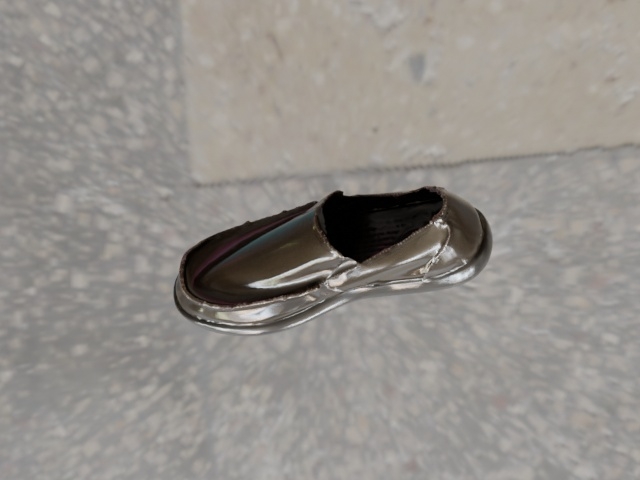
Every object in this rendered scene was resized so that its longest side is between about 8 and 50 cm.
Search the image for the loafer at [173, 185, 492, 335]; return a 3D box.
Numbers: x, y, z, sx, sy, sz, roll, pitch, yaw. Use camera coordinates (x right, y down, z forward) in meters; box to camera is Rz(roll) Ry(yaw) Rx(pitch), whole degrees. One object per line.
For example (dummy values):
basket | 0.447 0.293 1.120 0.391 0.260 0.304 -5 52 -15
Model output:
loafer | 0.000 0.000 1.128 0.220 0.078 0.080 -14 54 11
